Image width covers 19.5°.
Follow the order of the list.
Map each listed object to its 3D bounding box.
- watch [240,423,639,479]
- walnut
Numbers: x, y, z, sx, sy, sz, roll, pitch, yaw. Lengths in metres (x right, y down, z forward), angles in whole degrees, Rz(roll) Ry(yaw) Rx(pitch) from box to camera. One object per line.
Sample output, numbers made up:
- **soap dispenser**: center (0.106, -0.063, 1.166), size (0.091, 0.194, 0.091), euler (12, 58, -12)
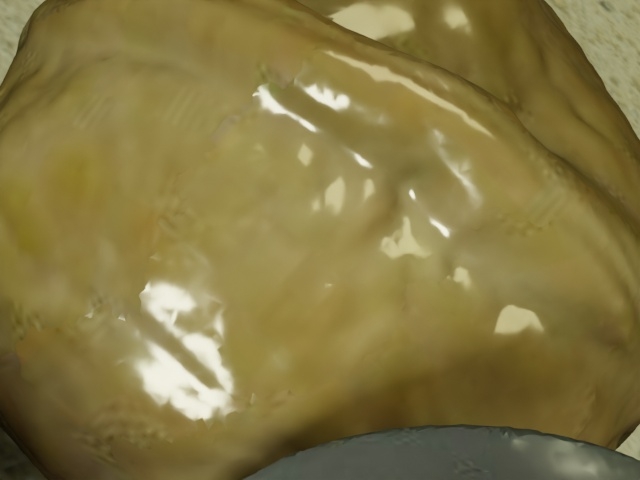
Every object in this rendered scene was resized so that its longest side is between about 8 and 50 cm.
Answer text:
- **watch**: center (0.074, 0.253, 0.787), size (0.327, 0.335, 0.314), euler (14, 42, -4)
- **walnut**: center (0.000, 0.000, 0.938), size (0.381, 0.381, 0.381), euler (21, 41, -20)
